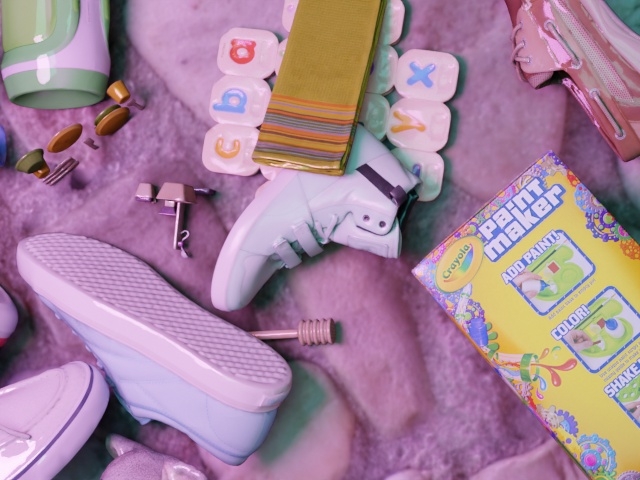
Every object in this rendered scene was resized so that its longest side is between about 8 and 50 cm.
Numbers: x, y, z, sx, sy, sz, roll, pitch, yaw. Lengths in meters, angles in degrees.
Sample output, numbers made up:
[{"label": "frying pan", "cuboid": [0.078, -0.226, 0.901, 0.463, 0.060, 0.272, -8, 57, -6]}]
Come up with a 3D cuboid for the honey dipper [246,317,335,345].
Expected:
[{"label": "honey dipper", "cuboid": [-0.064, 0.105, 1.619, 0.160, 0.030, 0.030, -3, 83, 14]}]

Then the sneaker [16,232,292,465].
[{"label": "sneaker", "cuboid": [-0.208, 0.126, 1.593, 0.366, 0.135, 0.150, 32, 115, 24]}]

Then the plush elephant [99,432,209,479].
[{"label": "plush elephant", "cuboid": [-0.196, 0.336, 1.497, 0.330, 0.272, 0.255, -18, 91, -28]}]

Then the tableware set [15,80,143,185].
[{"label": "tableware set", "cuboid": [-0.276, -0.124, 1.641, 0.154, 0.104, 0.024, -40, 77, 3]}]

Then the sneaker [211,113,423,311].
[{"label": "sneaker", "cuboid": [0.000, 0.000, 1.557, 0.151, 0.094, 0.256, 37, 88, 18]}]

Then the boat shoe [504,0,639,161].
[{"label": "boat shoe", "cuboid": [0.257, -0.217, 1.550, 0.116, 0.123, 0.324, -45, 77, 5]}]

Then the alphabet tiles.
[{"label": "alphabet tiles", "cuboid": [0.011, -0.143, 1.634, 0.278, 0.021, 0.284, 7, 85, 10]}]

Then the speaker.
[{"label": "speaker", "cuboid": [-0.308, -0.306, 1.656, 0.131, 0.131, 0.297, -5, 83, 10]}]

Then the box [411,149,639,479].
[{"label": "box", "cuboid": [0.256, 0.089, 1.429, 0.177, 0.290, 0.279, -42, 80, 4]}]

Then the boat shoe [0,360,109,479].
[{"label": "boat shoe", "cuboid": [-0.403, 0.219, 1.508, 0.367, 0.136, 0.156, -35, 121, -4]}]

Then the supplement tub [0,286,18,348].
[{"label": "supplement tub", "cuboid": [-0.484, 0.137, 1.606, 0.191, 0.191, 0.272, 36, 91, 12]}]

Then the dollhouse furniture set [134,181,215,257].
[{"label": "dollhouse furniture set", "cuboid": [-0.176, -0.023, 1.609, 0.091, 0.114, 0.081, 5, 89, 8]}]

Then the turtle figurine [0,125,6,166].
[{"label": "turtle figurine", "cuboid": [-0.482, -0.174, 1.590, 0.266, 0.274, 0.198, 33, 109, 16]}]

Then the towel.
[{"label": "towel", "cuboid": [0.001, -0.179, 1.574, 0.102, 0.021, 0.237, 9, 63, 11]}]
